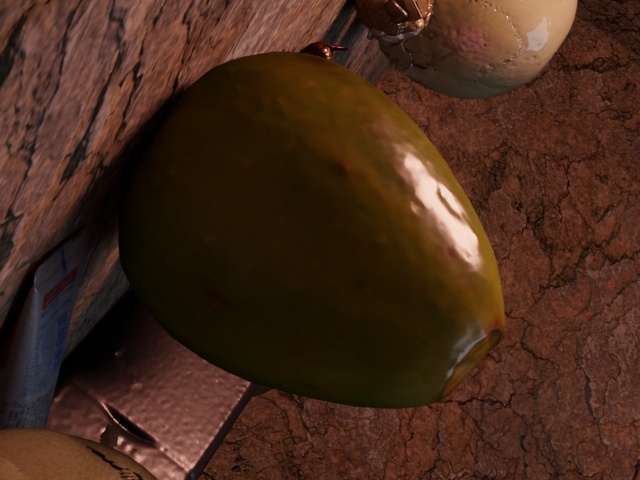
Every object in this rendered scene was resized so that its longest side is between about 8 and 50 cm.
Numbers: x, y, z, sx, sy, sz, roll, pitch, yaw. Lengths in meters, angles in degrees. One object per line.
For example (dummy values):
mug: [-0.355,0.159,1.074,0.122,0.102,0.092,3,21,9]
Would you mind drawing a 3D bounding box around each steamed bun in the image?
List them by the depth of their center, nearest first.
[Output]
steamed bun: [0.247,-0.376,1.722,0.233,0.311,0.334,-60,174,-43]

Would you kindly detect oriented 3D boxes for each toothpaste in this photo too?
toothpaste: [-0.220,0.102,0.798,0.234,0.057,0.089,-65,178,25]

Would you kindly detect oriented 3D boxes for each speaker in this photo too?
speaker: [-0.220,0.215,1.134,0.184,0.180,0.388,-49,-177,34]

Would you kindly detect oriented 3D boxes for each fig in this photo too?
fig: [0.000,0.000,0.823,0.258,0.326,0.258,-34,140,-34]

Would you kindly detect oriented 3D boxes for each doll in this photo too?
doll: [0.100,-0.332,1.493,0.221,0.105,0.115,-54,140,-73]

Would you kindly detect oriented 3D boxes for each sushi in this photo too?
sushi: [-0.017,-0.206,1.354,0.120,0.052,0.055,-60,163,21]

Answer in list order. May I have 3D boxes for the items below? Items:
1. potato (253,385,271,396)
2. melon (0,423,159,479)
potato: [-0.114,0.102,1.708,0.359,0.219,0.270,109,2,-56]
melon: [-0.198,0.270,0.658,0.268,0.268,0.330,119,-8,-81]
